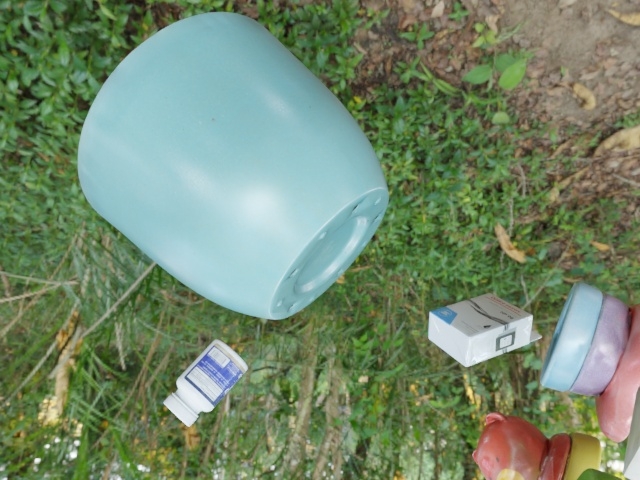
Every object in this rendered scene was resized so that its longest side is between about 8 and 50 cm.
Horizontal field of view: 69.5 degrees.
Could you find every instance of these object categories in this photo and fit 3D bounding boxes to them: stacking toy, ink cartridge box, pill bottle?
[{"bbox_3d":[0.254,0.200,0.501,0.130,0.309,0.279,20,-166,25],"label":"stacking toy"},{"bbox_3d":[0.296,0.150,0.822,0.180,0.060,0.104,-12,-158,-24],"label":"ink cartridge box"},{"bbox_3d":[-0.275,0.339,1.101,0.112,0.187,0.112,35,155,19],"label":"pill bottle"}]

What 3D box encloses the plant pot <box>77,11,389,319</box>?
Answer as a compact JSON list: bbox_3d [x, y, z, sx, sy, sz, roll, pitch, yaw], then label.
[{"bbox_3d":[-0.068,-0.055,0.522,0.235,0.293,0.293,42,171,17],"label":"plant pot"}]
